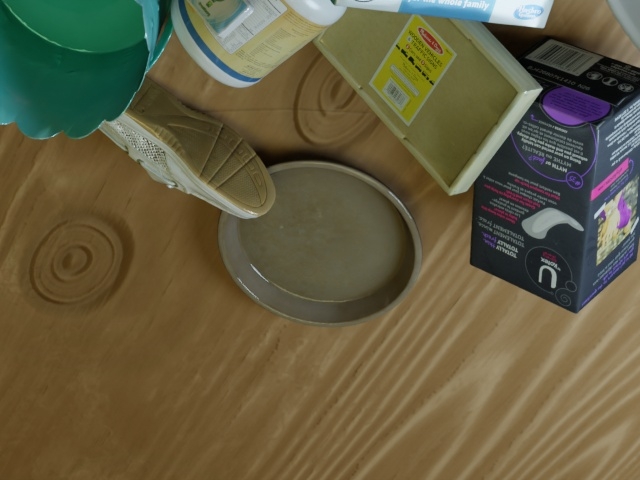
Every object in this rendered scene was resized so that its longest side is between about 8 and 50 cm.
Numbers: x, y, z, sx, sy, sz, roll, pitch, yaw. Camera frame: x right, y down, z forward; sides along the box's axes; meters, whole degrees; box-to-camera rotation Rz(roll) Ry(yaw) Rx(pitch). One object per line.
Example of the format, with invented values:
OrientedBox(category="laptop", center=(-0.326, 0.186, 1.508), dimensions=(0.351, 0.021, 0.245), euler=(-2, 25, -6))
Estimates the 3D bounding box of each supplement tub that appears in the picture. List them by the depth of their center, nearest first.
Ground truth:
OrientedBox(category="supplement tub", center=(-0.059, -0.284, 1.610), dimensions=(0.200, 0.144, 0.144), euler=(-34, 114, 30))

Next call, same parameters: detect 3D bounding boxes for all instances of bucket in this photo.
OrientedBox(category="bucket", center=(-0.305, -0.279, 1.638), dimensions=(0.281, 0.183, 0.281), euler=(5, 128, 7))

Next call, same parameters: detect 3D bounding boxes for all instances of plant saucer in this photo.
OrientedBox(category="plant saucer", center=(0.000, 0.000, 1.878), dimensions=(0.278, 0.041, 0.277), euler=(5, 128, 7))

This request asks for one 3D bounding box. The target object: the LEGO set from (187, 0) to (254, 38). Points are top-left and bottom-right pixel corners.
OrientedBox(category="LEGO set", center=(-0.115, -0.366, 1.527), dimensions=(0.182, 0.244, 0.060), euler=(-41, 156, 6))

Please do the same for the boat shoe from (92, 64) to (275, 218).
OrientedBox(category="boat shoe", center=(-0.183, -0.113, 1.796), dimensions=(0.277, 0.098, 0.096), euler=(39, 138, 0))

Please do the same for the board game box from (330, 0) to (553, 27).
OrientedBox(category="board game box", center=(0.158, -0.395, 1.435), dimensions=(0.254, 0.079, 0.336), euler=(2, 123, -22))

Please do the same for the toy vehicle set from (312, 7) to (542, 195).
OrientedBox(category="toy vehicle set", center=(0.116, -0.203, 1.607), dimensions=(0.267, 0.035, 0.166), euler=(51, 129, 20))

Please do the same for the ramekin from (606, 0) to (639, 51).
OrientedBox(category="ramekin", center=(0.394, -0.277, 1.435), dimensions=(0.127, 0.273, 0.272), euler=(-33, 121, -11))

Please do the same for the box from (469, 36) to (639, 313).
OrientedBox(category="box", center=(0.286, -0.078, 1.663), dimensions=(0.165, 0.143, 0.270), euler=(27, 135, 32))
